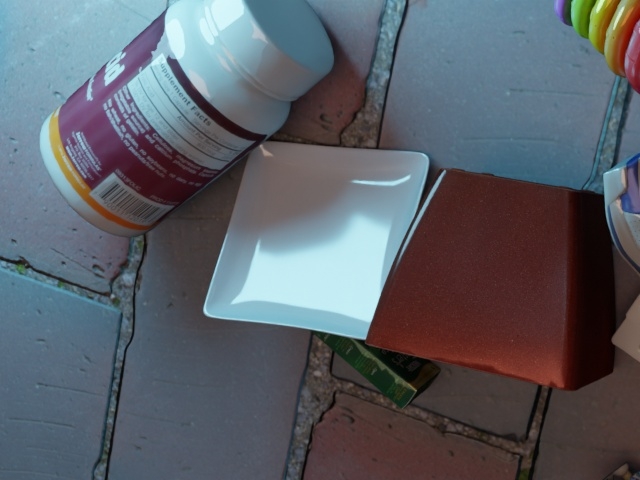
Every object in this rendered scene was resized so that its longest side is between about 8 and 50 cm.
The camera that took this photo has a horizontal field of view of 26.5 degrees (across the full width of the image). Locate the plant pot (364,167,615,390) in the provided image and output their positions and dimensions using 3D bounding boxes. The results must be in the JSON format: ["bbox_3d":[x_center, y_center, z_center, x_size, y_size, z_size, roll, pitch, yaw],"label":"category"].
[{"bbox_3d":[0.242,0.038,1.735,0.267,0.267,0.236,12,95,22],"label":"plant pot"}]

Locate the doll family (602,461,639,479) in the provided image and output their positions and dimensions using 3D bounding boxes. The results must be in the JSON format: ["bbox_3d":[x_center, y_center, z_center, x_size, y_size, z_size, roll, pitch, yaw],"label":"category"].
[{"bbox_3d":[0.476,0.339,1.780,0.263,0.118,0.163,-40,77,9],"label":"doll family"}]

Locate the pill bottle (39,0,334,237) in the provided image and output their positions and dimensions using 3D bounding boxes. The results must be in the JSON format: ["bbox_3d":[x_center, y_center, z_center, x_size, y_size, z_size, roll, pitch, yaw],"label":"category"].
[{"bbox_3d":[-0.185,-0.195,1.885,0.392,0.224,0.224,-36,86,27],"label":"pill bottle"}]

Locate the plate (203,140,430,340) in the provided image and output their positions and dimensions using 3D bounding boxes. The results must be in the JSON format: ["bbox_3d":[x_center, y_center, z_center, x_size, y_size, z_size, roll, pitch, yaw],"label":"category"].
[{"bbox_3d":[0.000,0.000,1.884,0.277,0.045,0.278,6,69,24],"label":"plate"}]

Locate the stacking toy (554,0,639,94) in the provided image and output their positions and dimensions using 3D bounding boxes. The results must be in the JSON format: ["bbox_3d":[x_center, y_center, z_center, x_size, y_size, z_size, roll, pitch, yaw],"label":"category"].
[{"bbox_3d":[0.349,-0.294,1.634,0.302,0.165,0.175,40,148,30],"label":"stacking toy"}]

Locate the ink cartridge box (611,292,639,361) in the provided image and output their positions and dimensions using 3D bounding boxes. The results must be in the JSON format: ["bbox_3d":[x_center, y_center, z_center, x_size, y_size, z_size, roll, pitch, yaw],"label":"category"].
[{"bbox_3d":[0.471,0.076,1.730,0.115,0.067,0.198,36,113,13],"label":"ink cartridge box"}]

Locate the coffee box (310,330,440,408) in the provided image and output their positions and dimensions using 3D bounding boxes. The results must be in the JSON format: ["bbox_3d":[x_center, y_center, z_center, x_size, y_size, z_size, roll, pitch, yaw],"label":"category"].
[{"bbox_3d":[0.075,0.151,1.907,0.184,0.113,0.040,40,112,13],"label":"coffee box"}]

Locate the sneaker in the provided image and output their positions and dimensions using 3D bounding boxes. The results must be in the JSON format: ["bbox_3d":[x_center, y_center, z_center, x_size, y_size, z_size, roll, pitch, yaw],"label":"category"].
[{"bbox_3d":[0.469,0.028,1.605,0.182,0.127,0.316,-15,102,35],"label":"sneaker"}]
